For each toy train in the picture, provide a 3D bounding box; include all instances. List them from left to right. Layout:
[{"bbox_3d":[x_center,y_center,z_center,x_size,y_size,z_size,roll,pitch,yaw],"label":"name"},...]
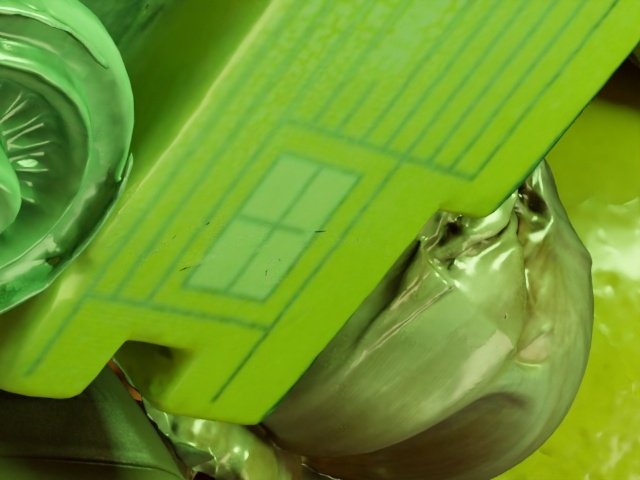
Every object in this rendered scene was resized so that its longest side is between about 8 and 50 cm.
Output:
[{"bbox_3d":[-0.005,-0.130,0.485,0.272,0.179,0.442,14,121,-47],"label":"toy train"}]

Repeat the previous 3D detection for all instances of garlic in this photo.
[{"bbox_3d":[0.000,0.000,0.710,0.207,0.207,0.256,-38,153,-17],"label":"garlic"}]

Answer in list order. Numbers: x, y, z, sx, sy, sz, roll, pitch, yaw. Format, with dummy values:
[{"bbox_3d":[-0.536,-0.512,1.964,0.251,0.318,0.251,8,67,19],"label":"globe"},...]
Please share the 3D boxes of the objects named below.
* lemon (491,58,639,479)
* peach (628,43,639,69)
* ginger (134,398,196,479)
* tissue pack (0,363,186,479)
[{"bbox_3d":[0.105,0.055,0.982,0.348,0.348,0.348,-39,162,-15],"label":"lemon"},{"bbox_3d":[0.209,-0.186,0.857,0.231,0.231,0.231,-39,162,-15],"label":"peach"},{"bbox_3d":[-0.162,0.177,1.084,0.204,0.080,0.104,-50,137,12],"label":"ginger"},{"bbox_3d":[-0.211,0.204,0.657,0.267,0.277,0.387,6,131,-49],"label":"tissue pack"}]
